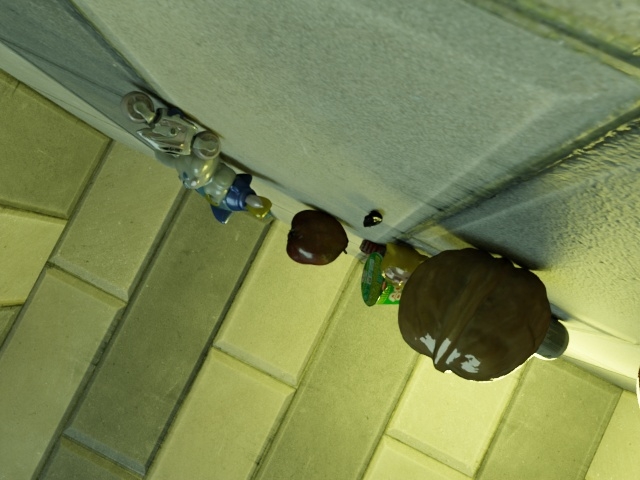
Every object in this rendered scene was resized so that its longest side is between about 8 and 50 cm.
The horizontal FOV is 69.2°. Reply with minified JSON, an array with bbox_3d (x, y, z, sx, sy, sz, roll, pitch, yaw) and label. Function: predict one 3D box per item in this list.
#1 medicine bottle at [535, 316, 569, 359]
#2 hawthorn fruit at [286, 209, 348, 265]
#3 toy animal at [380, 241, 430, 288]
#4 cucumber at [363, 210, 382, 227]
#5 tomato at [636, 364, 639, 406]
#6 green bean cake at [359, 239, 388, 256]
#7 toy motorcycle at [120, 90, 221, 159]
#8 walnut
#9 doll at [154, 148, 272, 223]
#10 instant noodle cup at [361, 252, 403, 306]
[{"bbox_3d":[0.659,0.279,1.448,0.215,0.135,0.135,27,176,-24],"label":"medicine bottle"},{"bbox_3d":[0.000,0.000,1.694,0.248,0.208,0.208,15,-178,-26],"label":"hawthorn fruit"},{"bbox_3d":[0.270,0.085,1.516,0.156,0.156,0.230,26,166,8],"label":"toy animal"},{"bbox_3d":[0.134,-0.056,1.163,0.163,0.043,0.039,139,109,-83],"label":"cucumber"},{"bbox_3d":[0.554,0.211,0.586,0.256,0.224,0.256,35,175,4],"label":"tomato"},{"bbox_3d":[0.236,0.053,1.857,0.135,0.056,0.136,31,174,-42],"label":"green bean cake"},{"bbox_3d":[-0.361,-0.261,1.119,0.254,0.112,0.112,27,177,-36],"label":"toy motorcycle"},{"bbox_3d":[0.314,0.158,0.988,0.296,0.285,0.285,29,178,28],"label":"walnut"},{"bbox_3d":[-0.348,-0.185,1.515,0.366,0.187,0.376,38,-171,-36],"label":"doll"},{"bbox_3d":[0.298,0.162,1.744,0.233,0.207,0.207,10,-179,-16],"label":"instant noodle cup"}]
